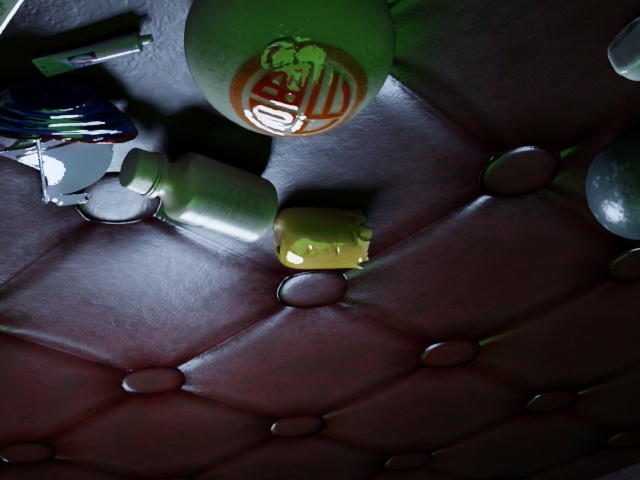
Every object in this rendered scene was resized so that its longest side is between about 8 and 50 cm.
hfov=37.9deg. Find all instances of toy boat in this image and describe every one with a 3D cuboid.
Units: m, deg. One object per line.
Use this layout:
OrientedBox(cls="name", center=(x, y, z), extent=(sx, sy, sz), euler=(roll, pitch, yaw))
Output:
OrientedBox(cls="toy boat", center=(-0.375, -0.134, 1.420), extent=(0.219, 0.072, 0.318), euler=(-10, 150, 7))

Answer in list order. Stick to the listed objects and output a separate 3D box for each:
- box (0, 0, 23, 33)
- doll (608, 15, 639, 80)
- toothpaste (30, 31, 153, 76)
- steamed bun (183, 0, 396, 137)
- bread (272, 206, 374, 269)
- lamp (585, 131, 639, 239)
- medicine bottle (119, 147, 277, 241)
OrientedBox(cls="box", center=(-0.440, -0.251, 1.100), extent=(0.051, 0.205, 0.365), euler=(19, 137, -36))
OrientedBox(cls="doll", center=(0.638, -0.260, 1.377), extent=(0.422, 0.161, 0.348), euler=(9, 153, 1))
OrientedBox(cls="toothpaste", center=(-0.310, -0.257, 1.281), extent=(0.169, 0.028, 0.045), euler=(-13, 158, 9))
OrientedBox(cls="steamed bun", center=(-0.037, -0.241, 1.230), extent=(0.282, 0.177, 0.283), euler=(-6, 147, -4))
OrientedBox(cls="bread", center=(0.000, 0.002, 1.686), extent=(0.173, 0.085, 0.134), euler=(-1, 145, -13))
OrientedBox(cls="lamp", center=(0.541, -0.068, 1.644), extent=(0.181, 0.182, 0.314), euler=(-6, 158, -5))
OrientedBox(cls="medicine bottle", center=(-0.196, -0.080, 1.494), extent=(0.252, 0.114, 0.114), euler=(19, 138, -35))
